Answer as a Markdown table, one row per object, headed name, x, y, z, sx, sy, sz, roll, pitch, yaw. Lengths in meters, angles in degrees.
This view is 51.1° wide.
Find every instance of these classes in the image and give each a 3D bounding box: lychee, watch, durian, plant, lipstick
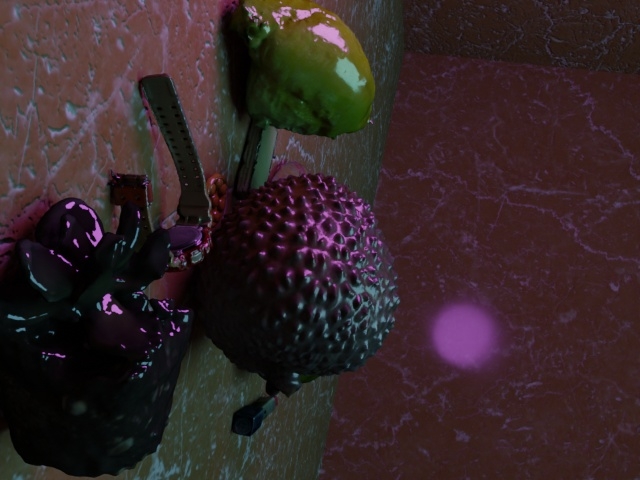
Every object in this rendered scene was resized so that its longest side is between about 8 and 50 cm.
| name | x | y | z | sx | sy | sz | roll | pitch | yaw |
| --- | --- | --- | --- | --- | --- | --- | --- | --- | --- |
| lychee | -0.048 | 0.073 | 1.238 | 0.380 | 0.381 | 0.431 | 73 | 20 | -66 |
| watch | -0.227 | -0.080 | 0.953 | 0.164 | 0.102 | 0.268 | -67 | 155 | -45 |
| durian | -0.032 | -0.333 | 1.308 | 0.204 | 0.340 | 0.255 | -97 | -153 | -42 |
| plant | -0.242 | 0.101 | 0.726 | 0.199 | 0.189 | 0.275 | -53 | 150 | -69 |
| lipstick | -0.163 | 0.450 | 1.771 | 0.312 | 0.051 | 0.051 | 8 | 90 | -81 |

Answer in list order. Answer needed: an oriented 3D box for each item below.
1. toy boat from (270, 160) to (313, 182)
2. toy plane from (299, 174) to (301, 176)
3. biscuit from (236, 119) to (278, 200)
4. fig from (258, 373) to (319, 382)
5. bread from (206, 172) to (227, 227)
| name | x | y | z | sx | sy | sz | roll | pitch | yaw |
| --- | --- | --- | --- | --- | --- | --- | --- | --- | --- |
| toy boat | -0.053 | -0.084 | 1.742 | 0.276 | 0.111 | 0.293 | -65 | 157 | -51 |
| toy plane | -0.063 | -0.002 | 1.589 | 0.273 | 0.107 | 0.182 | -49 | 139 | -14 |
| biscuit | -0.134 | -0.171 | 1.439 | 0.121 | 0.041 | 0.199 | 62 | 37 | -68 |
| fig | -0.089 | 0.241 | 1.675 | 0.314 | 0.233 | 0.232 | -170 | -91 | -73 |
| bread | -0.198 | -0.073 | 1.230 | 0.110 | 0.025 | 0.110 | 13 | 90 | -78 |
